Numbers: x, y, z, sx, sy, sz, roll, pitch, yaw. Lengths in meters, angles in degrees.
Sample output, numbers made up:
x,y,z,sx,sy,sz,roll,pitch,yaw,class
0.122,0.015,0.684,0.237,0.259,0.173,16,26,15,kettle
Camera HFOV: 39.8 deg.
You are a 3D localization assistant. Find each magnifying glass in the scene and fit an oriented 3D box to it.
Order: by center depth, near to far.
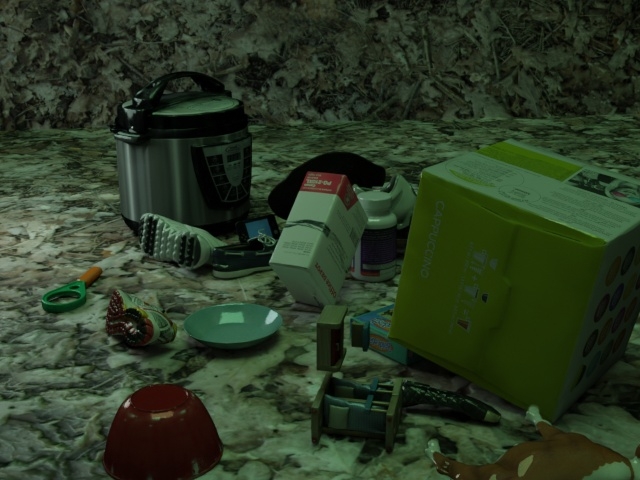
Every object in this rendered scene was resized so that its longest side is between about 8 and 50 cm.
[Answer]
x,y,z,sx,sy,sz,roll,pitch,yaw,class
-0.545,0.108,1.976,0.092,0.026,0.231,2,20,9,magnifying glass

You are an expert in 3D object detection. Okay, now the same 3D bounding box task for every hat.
x,y,z,sx,sy,sz,roll,pitch,yaw,class
0.032,-0.087,2.307,0.332,0.331,0.133,-7,62,-20,hat

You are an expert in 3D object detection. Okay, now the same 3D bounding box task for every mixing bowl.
x,y,z,sx,sy,sz,roll,pitch,yaw,class
-0.240,0.278,1.334,0.182,0.098,0.181,-1,18,0,mixing bowl

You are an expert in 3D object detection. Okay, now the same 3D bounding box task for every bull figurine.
x,y,z,sx,sy,sz,roll,pitch,yaw,class
0.299,0.315,1.212,0.311,0.101,0.188,-7,15,-26,bull figurine

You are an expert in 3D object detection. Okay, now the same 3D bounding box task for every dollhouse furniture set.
x,y,z,sx,sy,sz,roll,pitch,yaw,class
0.058,0.213,1.383,0.129,0.183,0.129,3,19,11,dollhouse furniture set

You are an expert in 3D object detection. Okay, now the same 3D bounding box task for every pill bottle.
x,y,z,sx,sy,sz,roll,pitch,yaw,class
0.123,-0.011,2.042,0.108,0.193,0.108,0,19,0,pill bottle

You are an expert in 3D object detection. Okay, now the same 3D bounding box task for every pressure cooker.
x,y,z,sx,sy,sz,roll,pitch,yaw,class
-0.378,-0.246,2.408,0.376,0.420,0.370,-3,18,-9,pressure cooker

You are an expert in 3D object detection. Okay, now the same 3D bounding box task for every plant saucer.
x,y,z,sx,sy,sz,roll,pitch,yaw,class
-0.171,0.175,1.736,0.195,0.037,0.195,0,18,0,plant saucer

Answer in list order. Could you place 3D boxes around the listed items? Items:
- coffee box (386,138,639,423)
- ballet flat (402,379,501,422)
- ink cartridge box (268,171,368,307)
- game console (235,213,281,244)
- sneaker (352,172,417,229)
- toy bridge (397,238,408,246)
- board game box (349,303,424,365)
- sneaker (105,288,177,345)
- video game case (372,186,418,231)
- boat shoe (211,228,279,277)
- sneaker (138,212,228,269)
x,y,z,sx,sy,sz,roll,pitch,yaw,class
0.365,0.049,1.550,0.338,0.337,0.334,25,30,31,coffee box
0.210,0.271,1.453,0.173,0.049,0.057,13,-6,21,ballet flat
0.000,0.000,1.882,0.100,0.172,0.237,8,61,27,ink cartridge box
-0.140,-0.014,2.260,0.122,0.107,0.071,-14,-6,-36,game console
0.076,-0.056,2.144,0.331,0.146,0.122,-28,18,-5,sneaker
0.239,0.016,2.224,0.188,0.026,0.063,10,19,29,toy bridge
0.187,0.169,1.728,0.210,0.047,0.160,-14,23,-37,board game box
-0.358,0.160,1.747,0.093,0.088,0.225,12,8,-36,sneaker
0.251,-0.077,2.286,0.232,0.041,0.210,2,-22,6,video game case
-0.150,0.025,2.122,0.255,0.079,0.095,-13,22,-32,boat shoe
-0.345,0.004,2.182,0.292,0.110,0.118,22,16,41,sneaker
